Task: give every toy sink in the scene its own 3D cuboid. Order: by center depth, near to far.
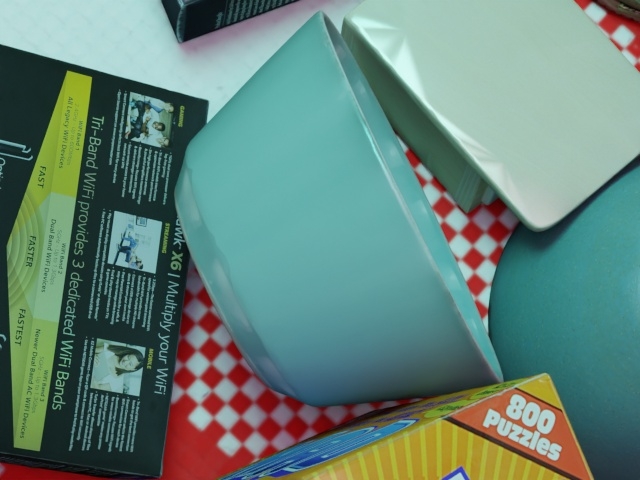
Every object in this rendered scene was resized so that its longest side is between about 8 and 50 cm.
[{"bbox_3d":[0.146,-0.120,1.528,0.153,0.131,0.234,-40,80,-11],"label":"toy sink"}]

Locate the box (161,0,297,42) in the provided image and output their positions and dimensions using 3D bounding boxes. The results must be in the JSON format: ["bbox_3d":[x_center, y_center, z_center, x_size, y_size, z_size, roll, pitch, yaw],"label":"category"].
[{"bbox_3d":[-0.050,-0.276,1.550,0.207,0.108,0.153,-20,82,-8],"label":"box"}]

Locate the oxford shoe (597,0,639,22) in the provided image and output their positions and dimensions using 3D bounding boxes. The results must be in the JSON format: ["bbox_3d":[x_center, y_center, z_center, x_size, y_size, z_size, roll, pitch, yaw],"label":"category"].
[{"bbox_3d":[0.322,-0.229,1.564,0.348,0.130,0.123,34,78,2],"label":"oxford shoe"}]

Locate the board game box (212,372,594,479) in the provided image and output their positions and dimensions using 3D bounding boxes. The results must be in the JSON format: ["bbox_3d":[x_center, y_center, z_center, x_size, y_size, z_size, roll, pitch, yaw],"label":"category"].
[{"bbox_3d":[0.005,0.331,1.270,0.356,0.356,0.357,-23,88,-19],"label":"board game box"}]

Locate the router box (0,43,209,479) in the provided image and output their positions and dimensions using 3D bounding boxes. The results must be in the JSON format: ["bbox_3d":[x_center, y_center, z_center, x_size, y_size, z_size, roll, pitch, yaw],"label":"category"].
[{"bbox_3d":[-0.225,0.015,1.443,0.243,0.081,0.309,14,76,-30],"label":"router box"}]

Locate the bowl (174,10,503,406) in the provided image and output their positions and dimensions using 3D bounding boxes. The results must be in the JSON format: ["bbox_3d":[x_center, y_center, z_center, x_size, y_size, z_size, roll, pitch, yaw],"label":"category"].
[{"bbox_3d":[0.000,0.000,1.425,0.163,0.311,0.312,-25,82,7],"label":"bowl"}]

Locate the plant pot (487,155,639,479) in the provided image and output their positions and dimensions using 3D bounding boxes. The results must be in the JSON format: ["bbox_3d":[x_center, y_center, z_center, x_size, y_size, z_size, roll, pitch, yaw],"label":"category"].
[{"bbox_3d":[0.290,0.052,1.475,0.290,0.195,0.290,1,78,-5],"label":"plant pot"}]
